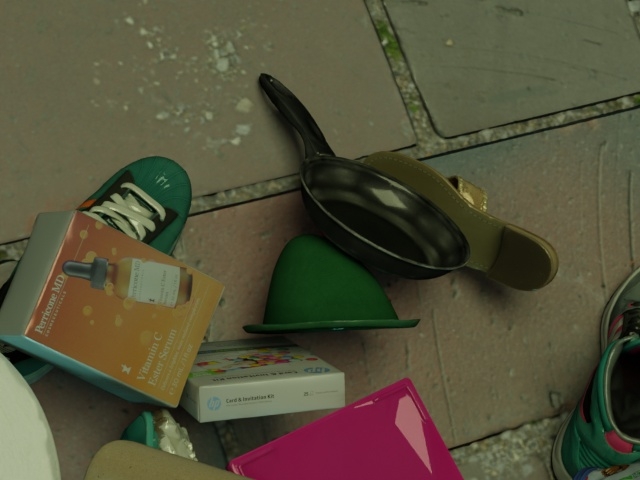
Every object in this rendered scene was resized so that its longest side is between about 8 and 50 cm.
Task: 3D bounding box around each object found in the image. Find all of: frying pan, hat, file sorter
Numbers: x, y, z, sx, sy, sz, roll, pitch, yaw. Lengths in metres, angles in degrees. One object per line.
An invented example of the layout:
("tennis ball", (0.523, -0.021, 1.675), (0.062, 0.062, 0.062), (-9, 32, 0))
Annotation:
("frying pan", (0.012, -0.058, 1.921), (0.326, 0.053, 0.197), (36, 23, 17))
("hat", (0.000, 0.000, 1.880), (0.173, 0.208, 0.184), (2, 84, -43))
("file sorter", (0.040, 0.320, 1.775), (0.202, 0.182, 0.291), (-23, 78, -25))

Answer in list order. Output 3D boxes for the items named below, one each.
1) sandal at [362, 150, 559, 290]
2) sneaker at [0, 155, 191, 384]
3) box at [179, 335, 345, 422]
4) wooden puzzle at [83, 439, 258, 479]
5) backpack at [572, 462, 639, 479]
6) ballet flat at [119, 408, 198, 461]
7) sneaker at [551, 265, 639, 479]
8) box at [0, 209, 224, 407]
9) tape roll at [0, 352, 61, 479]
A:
("sandal", (0.155, -0.021, 2.014), (0.240, 0.088, 0.079), (31, 20, 18))
("sneaker", (-0.222, 0.018, 1.846), (0.108, 0.121, 0.302), (39, 63, 0))
("box", (-0.075, 0.133, 1.815), (0.145, 0.186, 0.038), (-4, 101, -18))
("wooden puzzle", (-0.097, 0.374, 1.593), (0.322, 0.080, 0.348), (15, 71, 17))
("backpack", (0.312, 0.331, 1.807), (0.213, 0.263, 0.277), (-9, 65, 21))
("ballet flat", (-0.149, 0.368, 1.735), (0.147, 0.147, 0.409), (12, 72, -13))
("sneaker", (0.348, 0.119, 1.955), (0.123, 0.178, 0.296), (29, 63, -5))
("box", (-0.199, 0.065, 1.739), (0.170, 0.091, 0.130), (27, 75, -27))
("tape roll", (-0.424, 0.242, 1.680), (0.392, 0.072, 0.392), (2, 74, -6))
